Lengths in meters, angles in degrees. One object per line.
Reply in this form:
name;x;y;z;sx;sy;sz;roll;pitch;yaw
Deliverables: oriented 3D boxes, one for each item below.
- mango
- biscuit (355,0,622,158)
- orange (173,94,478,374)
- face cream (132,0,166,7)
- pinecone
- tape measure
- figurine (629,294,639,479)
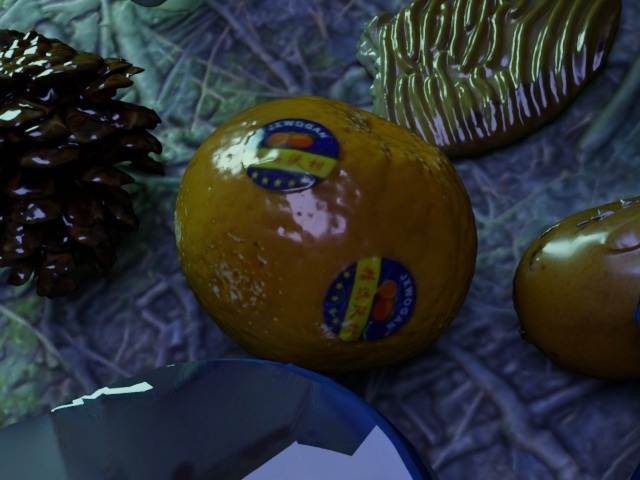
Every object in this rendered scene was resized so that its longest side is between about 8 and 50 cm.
mango;0.182;0.020;0.681;0.159;0.084;0.105;-31;52;33
biscuit;0.114;-0.156;0.825;0.176;0.031;0.228;6;68;11
orange;0.003;-0.002;0.697;0.178;0.177;0.155;21;114;17
face cream;-0.038;-0.293;0.887;0.143;0.089;0.314;36;69;23
pinecone;-0.176;-0.048;0.765;0.174;0.173;0.173;-4;66;8
tape measure;-0.049;0.193;0.641;0.262;0.138;0.259;-27;66;-3
figurine;0.215;0.130;0.616;0.164;0.121;0.262;-3;89;-11
